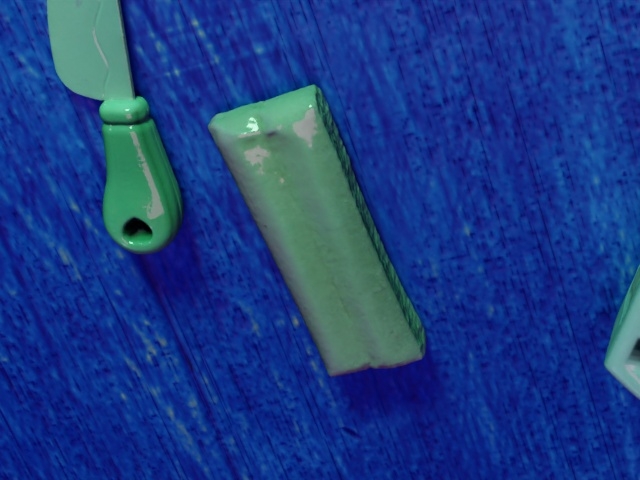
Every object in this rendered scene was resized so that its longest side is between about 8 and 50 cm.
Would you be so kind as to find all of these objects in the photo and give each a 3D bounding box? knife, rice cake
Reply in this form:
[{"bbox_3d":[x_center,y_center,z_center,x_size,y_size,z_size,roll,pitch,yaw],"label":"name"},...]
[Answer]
[{"bbox_3d":[-0.143,-0.111,1.002,0.063,0.034,0.260,-3,115,17],"label":"knife"},{"bbox_3d":[0.001,0.001,1.042,0.080,0.042,0.221,-17,119,15],"label":"rice cake"}]

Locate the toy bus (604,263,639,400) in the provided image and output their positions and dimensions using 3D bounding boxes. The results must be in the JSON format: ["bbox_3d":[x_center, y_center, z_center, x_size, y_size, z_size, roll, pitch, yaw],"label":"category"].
[{"bbox_3d":[0.292,-0.016,0.960,0.136,0.109,0.329,21,122,5],"label":"toy bus"}]
